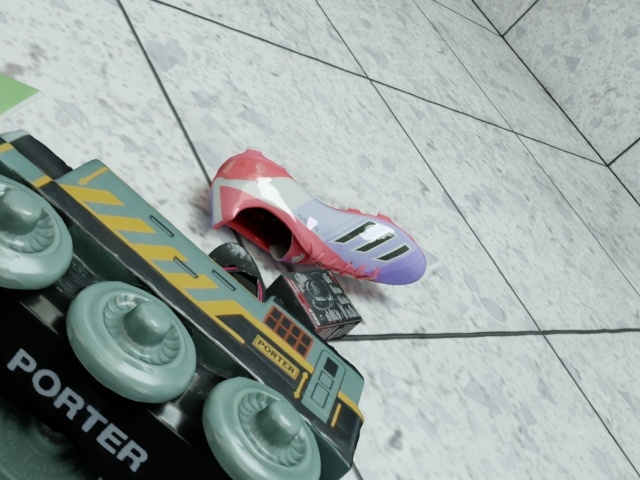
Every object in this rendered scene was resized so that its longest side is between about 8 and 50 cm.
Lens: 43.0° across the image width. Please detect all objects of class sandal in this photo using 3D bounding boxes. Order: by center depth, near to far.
[{"bbox_3d":[-0.075,0.055,0.658,0.067,0.040,0.179,37,29,-12],"label":"sandal"}]

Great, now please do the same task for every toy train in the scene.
[{"bbox_3d":[-0.115,0.064,0.498,0.334,0.142,0.190,40,23,-4],"label":"toy train"}]

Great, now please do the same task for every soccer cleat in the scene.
[{"bbox_3d":[0.000,0.000,0.802,0.248,0.083,0.095,30,47,-24],"label":"soccer cleat"}]

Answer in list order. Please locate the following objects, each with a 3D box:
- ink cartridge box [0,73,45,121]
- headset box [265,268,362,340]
[{"bbox_3d":[-0.308,-0.086,0.462,0.235,0.056,0.171,25,30,-2],"label":"ink cartridge box"},{"bbox_3d":[-0.009,0.061,0.746,0.083,0.032,0.062,-5,54,-53],"label":"headset box"}]
